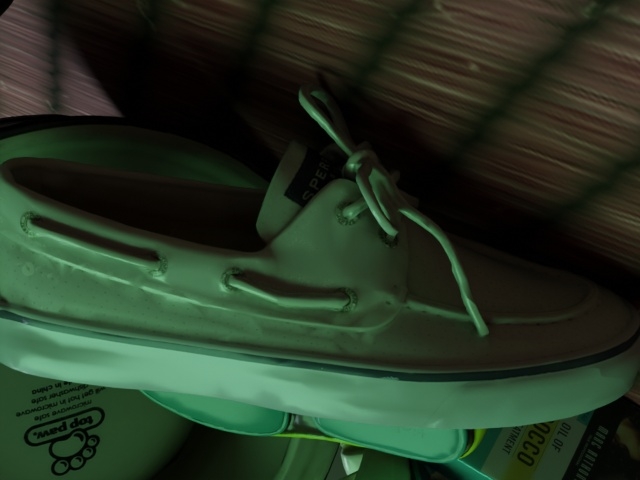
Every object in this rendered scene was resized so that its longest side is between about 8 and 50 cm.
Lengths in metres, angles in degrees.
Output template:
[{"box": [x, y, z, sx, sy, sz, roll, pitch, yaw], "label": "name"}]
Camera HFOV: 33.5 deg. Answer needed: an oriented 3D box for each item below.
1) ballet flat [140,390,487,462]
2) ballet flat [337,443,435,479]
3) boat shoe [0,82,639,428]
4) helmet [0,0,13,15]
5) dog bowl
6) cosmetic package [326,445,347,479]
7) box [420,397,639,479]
[{"box": [-0.006, 0.085, 0.667, 0.231, 0.077, 0.077, 9, 120, 16], "label": "ballet flat"}, {"box": [0.048, 0.169, 0.806, 0.086, 0.086, 0.248, 33, -165, -3], "label": "ballet flat"}, {"box": [-0.001, -0.003, 0.577, 0.367, 0.136, 0.156, 6, 111, 4], "label": "boat shoe"}, {"box": [-0.243, -0.151, 0.550, 0.169, 0.161, 0.169, 27, 159, 12], "label": "helmet"}, {"box": [-0.186, 0.098, 0.740, 0.408, 0.408, 0.150, 48, 171, -35], "label": "dog bowl"}, {"box": [-0.154, 0.286, 1.113, 0.393, 0.327, 0.329, 25, 159, 1], "label": "cosmetic package"}, {"box": [0.147, 0.136, 0.729, 0.244, 0.100, 0.060, 31, 159, 2], "label": "box"}]
